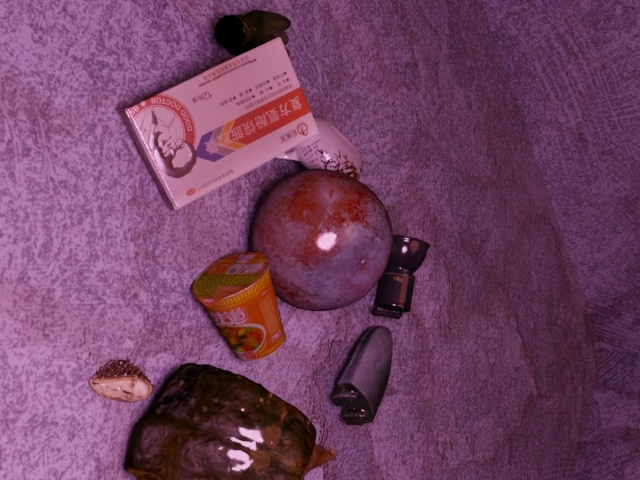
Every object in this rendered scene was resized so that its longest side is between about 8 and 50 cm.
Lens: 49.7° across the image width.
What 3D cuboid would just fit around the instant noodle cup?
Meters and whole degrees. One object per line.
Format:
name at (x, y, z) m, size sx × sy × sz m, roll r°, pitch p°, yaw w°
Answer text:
instant noodle cup at (-0.152, 0.145, 1.410) m, size 0.168 × 0.168 × 0.185 m, roll -50°, pitch 129°, yaw -45°

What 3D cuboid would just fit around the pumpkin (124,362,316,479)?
pumpkin at (-0.173, 0.364, 1.241) m, size 0.256 × 0.303 × 0.225 m, roll 68°, pitch 39°, yaw -56°

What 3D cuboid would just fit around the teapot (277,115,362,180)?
teapot at (-0.011, -0.209, 1.649) m, size 0.300 × 0.166 × 0.208 m, roll 22°, pitch 33°, yaw -36°

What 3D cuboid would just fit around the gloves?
gloves at (-0.144, -0.461, 1.552) m, size 0.107 × 0.135 × 0.268 m, roll 58°, pitch 24°, yaw 10°

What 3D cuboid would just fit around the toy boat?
toy boat at (0.123, 0.327, 1.782) m, size 0.141 × 0.092 × 0.319 m, roll 63°, pitch 34°, yaw -22°

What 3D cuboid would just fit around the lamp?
lamp at (0.214, 0.112, 1.916) m, size 0.172 × 0.147 × 0.227 m, roll 43°, pitch 57°, yaw -70°

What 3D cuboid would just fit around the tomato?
tomato at (0.000, 0.000, 1.514) m, size 0.317 × 0.282 × 0.316 m, roll -17°, pitch 120°, yaw -32°

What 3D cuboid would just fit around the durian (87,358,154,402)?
durian at (-0.350, 0.247, 1.228) m, size 0.130 × 0.052 × 0.066 m, roll 29°, pitch 100°, yaw -43°

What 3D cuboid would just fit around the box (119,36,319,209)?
box at (-0.191, -0.235, 1.375) m, size 0.353 × 0.069 × 0.214 m, roll -31°, pitch 110°, yaw -21°

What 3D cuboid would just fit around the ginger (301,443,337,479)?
ginger at (-0.078, 0.450, 1.464) m, size 0.270 × 0.123 × 0.218 m, roll 10°, pitch 72°, yaw -55°
